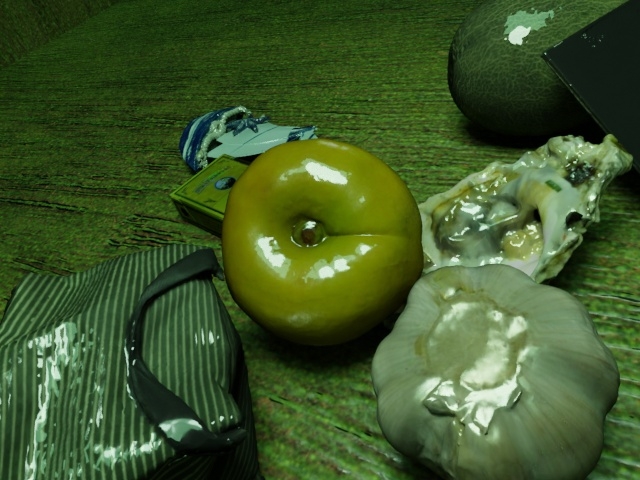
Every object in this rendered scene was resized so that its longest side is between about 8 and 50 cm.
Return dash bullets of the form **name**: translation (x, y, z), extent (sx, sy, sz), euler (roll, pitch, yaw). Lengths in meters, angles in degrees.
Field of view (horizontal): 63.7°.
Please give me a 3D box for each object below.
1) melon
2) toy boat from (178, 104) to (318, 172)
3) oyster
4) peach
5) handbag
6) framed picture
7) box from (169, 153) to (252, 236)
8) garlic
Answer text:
- **melon**: translation (0.361, -0.289, 0.829), extent (0.301, 0.238, 0.238), euler (-5, 42, 7)
- **toy boat**: translation (-0.151, -0.226, 1.076), extent (0.291, 0.071, 0.210), euler (-10, 45, 3)
- **oyster**: translation (0.224, 0.002, 0.648), extent (0.354, 0.107, 0.201), euler (-32, 38, 20)
- **peach**: translation (0.000, 0.000, 0.615), extent (0.250, 0.153, 0.252), euler (-1, 84, 9)
- **handbag**: translation (-0.189, 0.166, 0.525), extent (0.239, 0.248, 0.341), euler (-11, 37, -10)
- **framed picture**: translation (0.474, -0.174, 0.677), extent (0.244, 0.013, 0.324), euler (-32, 81, -16)
- **box**: translation (-0.139, -0.070, 0.894), extent (0.219, 0.064, 0.141), euler (22, 55, 39)
- **garlic**: translation (0.161, 0.131, 0.491), extent (0.227, 0.152, 0.228), euler (-9, 49, 11)
